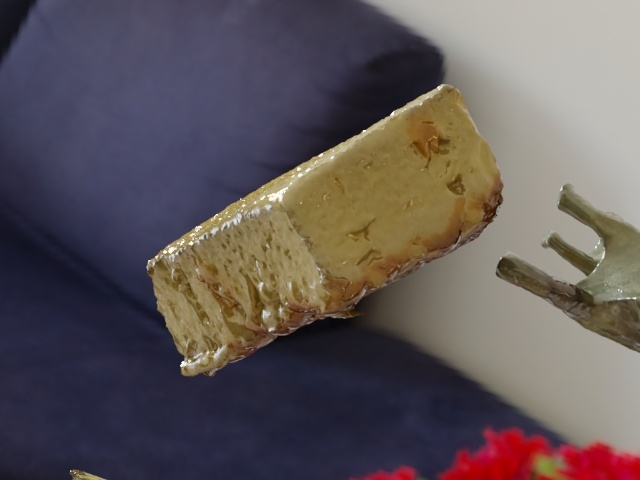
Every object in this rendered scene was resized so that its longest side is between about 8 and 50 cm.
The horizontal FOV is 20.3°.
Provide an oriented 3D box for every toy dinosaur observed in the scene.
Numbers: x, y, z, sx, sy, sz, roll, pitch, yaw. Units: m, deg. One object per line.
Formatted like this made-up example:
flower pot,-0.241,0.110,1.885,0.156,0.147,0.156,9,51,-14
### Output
toy dinosaur,0.235,0.030,1.334,0.162,0.077,0.294,35,19,13

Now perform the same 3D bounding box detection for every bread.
bread,0.000,0.000,1.278,0.185,0.114,0.275,-34,3,-30

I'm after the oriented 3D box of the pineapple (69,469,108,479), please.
pineapple,-0.134,0.187,1.204,0.083,0.045,0.019,17,20,12
